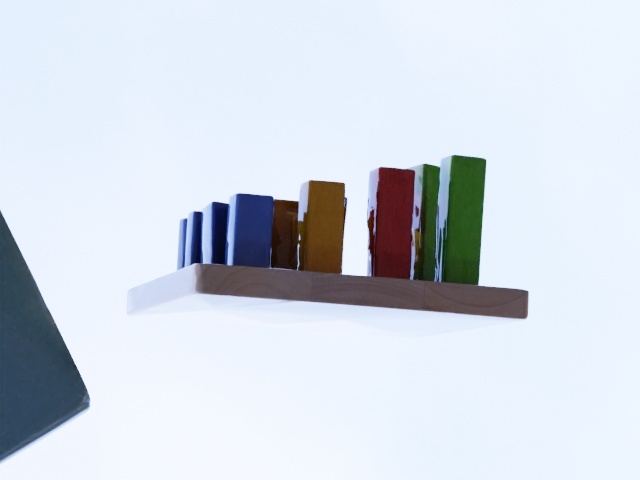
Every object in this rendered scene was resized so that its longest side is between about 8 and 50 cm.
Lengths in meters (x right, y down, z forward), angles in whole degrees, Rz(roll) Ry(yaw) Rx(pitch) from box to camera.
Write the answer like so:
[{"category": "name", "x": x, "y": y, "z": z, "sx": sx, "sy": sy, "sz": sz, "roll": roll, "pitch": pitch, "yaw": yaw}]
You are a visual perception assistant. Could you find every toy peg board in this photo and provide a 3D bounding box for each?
[{"category": "toy peg board", "x": 0.000, "y": 0.000, "z": 0.977, "sx": 0.161, "sy": 0.161, "sz": 0.079, "roll": 5, "pitch": -98, "yaw": -16}]

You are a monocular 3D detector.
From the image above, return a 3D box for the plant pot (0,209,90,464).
[{"category": "plant pot", "x": -0.233, "y": 0.048, "z": 0.630, "sx": 0.234, "sy": 0.165, "sz": 0.165, "roll": -37, "pitch": -73, "yaw": -46}]
